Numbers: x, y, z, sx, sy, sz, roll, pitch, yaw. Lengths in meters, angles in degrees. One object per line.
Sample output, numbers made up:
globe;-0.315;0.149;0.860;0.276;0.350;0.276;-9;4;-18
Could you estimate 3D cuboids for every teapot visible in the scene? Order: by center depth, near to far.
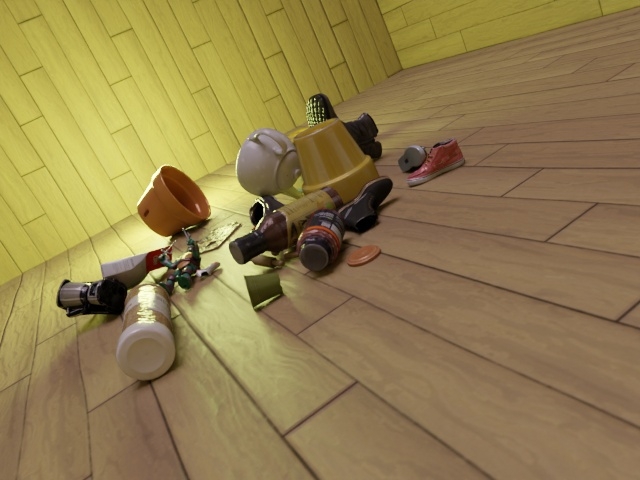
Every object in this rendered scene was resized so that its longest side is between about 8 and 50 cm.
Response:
teapot;-0.153;-0.256;1.894;0.187;0.253;0.256;21;19;25

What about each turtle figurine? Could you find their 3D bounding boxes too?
turtle figurine;-0.426;0.064;1.736;0.175;0.118;0.234;-37;29;29

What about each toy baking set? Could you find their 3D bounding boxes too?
toy baking set;-0.111;0.022;1.583;0.256;0.030;0.196;3;27;44

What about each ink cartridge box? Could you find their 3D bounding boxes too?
ink cartridge box;-0.607;0.103;1.864;0.232;0.066;0.189;-12;-20;-20

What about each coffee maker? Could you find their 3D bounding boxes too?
coffee maker;-0.704;0.177;1.758;0.178;0.120;0.171;-4;-3;21

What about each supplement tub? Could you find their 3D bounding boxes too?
supplement tub;0.000;0.000;1.369;0.106;0.106;0.198;-19;19;19

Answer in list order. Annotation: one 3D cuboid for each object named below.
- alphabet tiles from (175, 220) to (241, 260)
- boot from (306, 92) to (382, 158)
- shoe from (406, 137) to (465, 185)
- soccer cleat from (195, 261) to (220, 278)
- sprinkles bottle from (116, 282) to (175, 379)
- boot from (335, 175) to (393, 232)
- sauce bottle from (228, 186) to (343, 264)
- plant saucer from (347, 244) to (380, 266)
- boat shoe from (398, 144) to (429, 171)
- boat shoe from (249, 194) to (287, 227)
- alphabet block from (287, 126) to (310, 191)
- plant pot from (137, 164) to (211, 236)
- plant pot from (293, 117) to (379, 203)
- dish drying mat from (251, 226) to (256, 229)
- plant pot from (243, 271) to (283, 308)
alphabet tiles;-0.404;-0.004;2.063;0.198;0.009;0.237;-16;20;27
boot;0.091;-0.406;1.994;0.222;0.338;0.118;-39;38;-24
shoe;0.321;-0.227;1.603;0.178;0.081;0.063;-24;18;6
soccer cleat;-0.338;0.091;1.691;0.083;0.029;0.035;-24;43;-27
sprinkles bottle;-0.414;0.205;1.330;0.121;0.121;0.355;-29;18;-9
boot;0.144;-0.091;1.503;0.198;0.077;0.137;-42;26;-8
sauce bottle;-0.090;-0.037;1.515;0.344;0.111;0.111;-30;18;-29
plant saucer;0.099;0.033;1.293;0.083;0.013;0.083;-24;18;8
boat shoe;0.302;-0.265;1.706;0.083;0.065;0.183;-27;1;-11
boat shoe;-0.184;-0.089;1.801;0.095;0.112;0.335;0;8;-23
alphabet block;-0.064;-0.316;2.165;0.193;0.197;0.192;-36;21;-28
plant pot;-0.646;-0.149;2.400;0.203;0.291;0.291;-39;15;14
plant pot;0.034;-0.260;1.822;0.254;0.239;0.254;-23;18;8
dish drying mat;-0.211;-0.060;1.961;0.032;0.008;0.083;-13;23;32
plant pot;-0.132;0.109;1.306;0.079;0.083;0.083;-17;17;-10
